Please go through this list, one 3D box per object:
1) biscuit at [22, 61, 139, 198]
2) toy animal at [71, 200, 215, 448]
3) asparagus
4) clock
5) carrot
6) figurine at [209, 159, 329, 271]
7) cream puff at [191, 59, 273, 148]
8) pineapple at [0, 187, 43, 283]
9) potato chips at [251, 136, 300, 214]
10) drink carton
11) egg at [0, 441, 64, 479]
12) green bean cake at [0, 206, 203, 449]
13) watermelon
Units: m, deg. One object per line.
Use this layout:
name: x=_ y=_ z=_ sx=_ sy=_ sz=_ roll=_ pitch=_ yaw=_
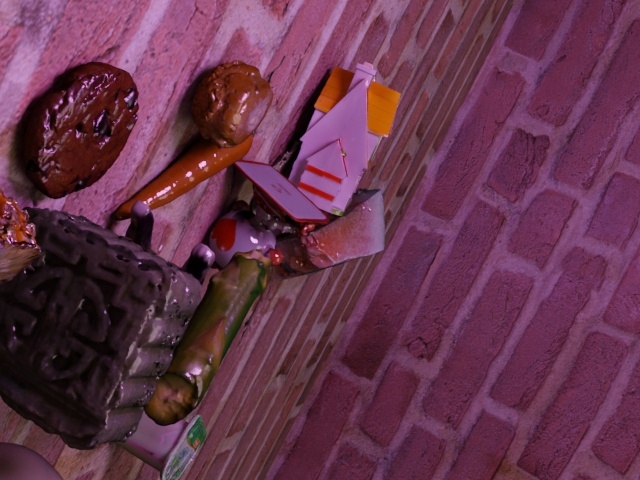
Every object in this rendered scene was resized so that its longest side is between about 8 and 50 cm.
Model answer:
biscuit: x=-0.291 y=-0.132 z=1.031 sx=0.192 sy=0.049 sz=0.192 roll=-51 pitch=164 yaw=-21
toy animal: x=-0.296 y=0.153 z=1.252 sx=0.302 sy=0.194 sz=0.344 roll=-54 pitch=165 yaw=-27
asparagus: x=-0.144 y=0.110 z=1.186 sx=0.085 sy=0.082 sz=0.343 roll=100 pitch=15 yaw=-47
clock: x=0.058 y=-0.226 z=1.787 sx=0.235 sy=0.166 sz=0.309 roll=-55 pitch=168 yaw=-78
carrot: x=-0.205 y=-0.114 z=1.342 sx=0.336 sy=0.069 sz=0.069 roll=-44 pitch=158 yaw=-41
figurine: x=-0.136 y=-0.009 z=1.601 sx=0.226 sy=0.183 sz=0.160 roll=-53 pitch=160 yaw=16
cream puff: x=-0.141 y=-0.214 z=1.291 sx=0.144 sy=0.103 sz=0.126 roll=-46 pitch=164 yaw=-47
pineapple: x=-0.370 y=-0.028 z=0.817 sx=0.161 sy=0.137 sz=0.176 roll=-20 pitch=169 yaw=3
potato chips: x=-0.095 y=-0.127 z=1.764 sx=0.207 sy=0.028 sz=0.092 roll=-63 pitch=166 yaw=6
drink carton: x=-0.333 y=0.403 z=1.703 sx=0.144 sy=0.142 sz=0.146 roll=-57 pitch=166 yaw=-28
egg: x=-0.448 y=0.410 z=1.148 sx=0.219 sy=0.219 sz=0.269 roll=-39 pitch=136 yaw=-57
green bean cake: x=-0.304 y=0.106 z=1.039 sx=0.255 sy=0.241 sz=0.132 roll=-61 pitch=168 yaw=0
watermelon: x=0.010 y=0.010 z=1.992 sx=0.264 sy=0.151 sz=0.302 roll=-15 pitch=-165 yaw=45
